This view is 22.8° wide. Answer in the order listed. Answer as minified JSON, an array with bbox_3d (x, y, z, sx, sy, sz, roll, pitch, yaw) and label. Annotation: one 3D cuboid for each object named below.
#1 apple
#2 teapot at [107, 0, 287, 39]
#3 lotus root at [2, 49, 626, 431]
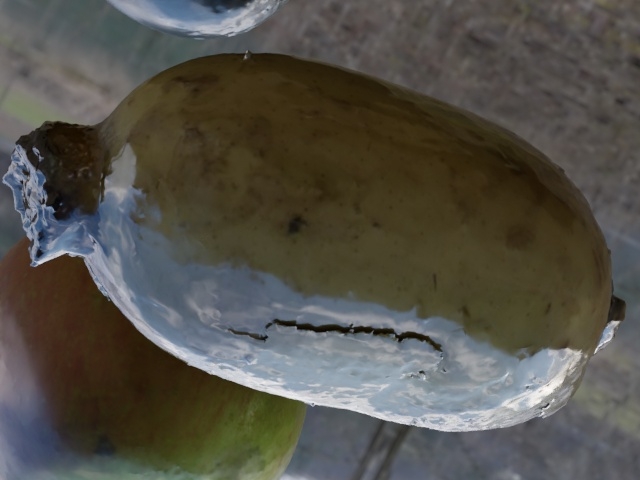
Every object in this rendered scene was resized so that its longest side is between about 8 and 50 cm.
[{"bbox_3d":[-0.177,0.139,1.501,0.339,0.340,0.339,28,179,0],"label":"apple"},{"bbox_3d":[-0.016,-0.214,0.782,0.183,0.251,0.184,36,141,36],"label":"teapot"},{"bbox_3d":[0.000,0.000,0.712,0.284,0.160,0.146,12,-132,-17],"label":"lotus root"}]
